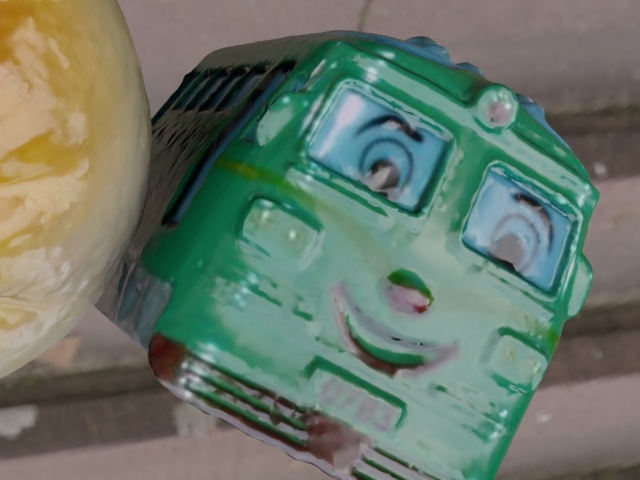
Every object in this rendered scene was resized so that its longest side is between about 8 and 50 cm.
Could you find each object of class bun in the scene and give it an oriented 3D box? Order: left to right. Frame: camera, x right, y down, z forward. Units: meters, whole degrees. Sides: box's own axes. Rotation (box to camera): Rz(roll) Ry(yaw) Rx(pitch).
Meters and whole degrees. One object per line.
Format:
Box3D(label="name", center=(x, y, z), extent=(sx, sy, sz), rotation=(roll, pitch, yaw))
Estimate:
Box3D(label="bun", center=(-0.226, -0.035, 0.680), extent=(0.298, 0.165, 0.299), rotation=(4, 124, 5))

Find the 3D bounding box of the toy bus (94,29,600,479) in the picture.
Box3D(label="toy bus", center=(0.000, 0.000, 0.819), extent=(0.183, 0.199, 0.343), rotation=(29, 177, -17))
